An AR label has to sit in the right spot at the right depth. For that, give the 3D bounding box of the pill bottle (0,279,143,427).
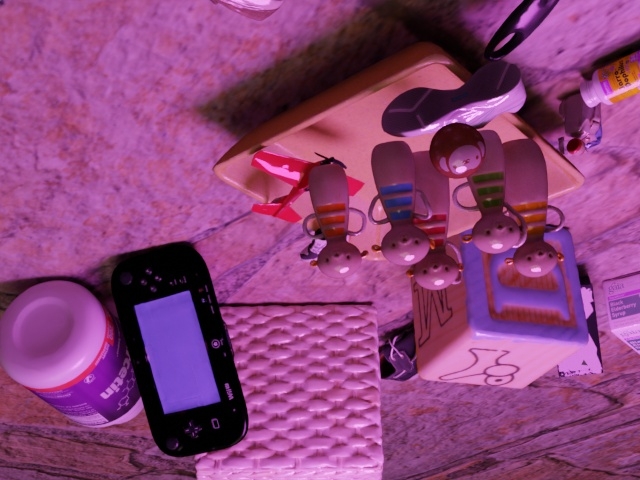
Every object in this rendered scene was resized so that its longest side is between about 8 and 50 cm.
[{"bbox_3d":[-0.404,0.208,1.611,0.181,0.182,0.323,-6,152,9],"label":"pill bottle"}]

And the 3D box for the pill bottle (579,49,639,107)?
[{"bbox_3d":[0.335,-0.179,1.053,0.083,0.043,0.043,-24,144,35],"label":"pill bottle"}]

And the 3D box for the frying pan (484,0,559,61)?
[{"bbox_3d":[0.277,-0.281,0.850,0.197,0.053,0.326,1,152,-5],"label":"frying pan"}]

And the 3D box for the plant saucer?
[{"bbox_3d":[0.097,-0.108,1.143,0.332,0.081,0.332,-21,146,34],"label":"plant saucer"}]

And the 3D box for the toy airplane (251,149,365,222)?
[{"bbox_3d":[-0.028,-0.061,1.110,0.151,0.028,0.151,-2,153,-1],"label":"toy airplane"}]

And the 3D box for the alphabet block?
[{"bbox_3d":[0.261,0.097,1.414,0.192,0.194,0.197,9,151,-16],"label":"alphabet block"}]

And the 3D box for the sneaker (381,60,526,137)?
[{"bbox_3d":[0.137,-0.131,0.961,0.152,0.054,0.061,-14,152,21],"label":"sneaker"}]

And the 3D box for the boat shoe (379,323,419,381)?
[{"bbox_3d":[0.156,0.207,1.732,0.079,0.084,0.233,4,155,-10],"label":"boat shoe"}]

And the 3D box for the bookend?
[{"bbox_3d":[0.420,0.122,1.574,0.072,0.156,0.157,-8,107,13],"label":"bookend"}]

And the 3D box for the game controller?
[{"bbox_3d":[-0.214,0.170,1.444,0.166,0.319,0.067,-15,-179,27],"label":"game controller"}]

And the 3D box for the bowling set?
[{"bbox_3d":[0.118,-0.027,0.968,0.286,0.154,0.200,-8,175,3],"label":"bowling set"}]

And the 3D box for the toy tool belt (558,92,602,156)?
[{"bbox_3d":[0.311,-0.130,1.105,0.051,0.083,0.052,26,151,-37],"label":"toy tool belt"}]

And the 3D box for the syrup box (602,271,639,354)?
[{"bbox_3d":[0.573,0.138,1.605,0.093,0.096,0.237,-19,148,31],"label":"syrup box"}]

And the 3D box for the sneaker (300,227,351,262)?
[{"bbox_3d":[0.000,0.000,1.233,0.083,0.032,0.037,-29,128,33],"label":"sneaker"}]

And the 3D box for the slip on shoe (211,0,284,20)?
[{"bbox_3d":[-0.100,-0.247,0.909,0.135,0.051,0.041,8,149,-32],"label":"slip on shoe"}]

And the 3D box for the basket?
[{"bbox_3d":[-0.058,0.299,1.651,0.331,0.328,0.266,0,148,0],"label":"basket"}]
